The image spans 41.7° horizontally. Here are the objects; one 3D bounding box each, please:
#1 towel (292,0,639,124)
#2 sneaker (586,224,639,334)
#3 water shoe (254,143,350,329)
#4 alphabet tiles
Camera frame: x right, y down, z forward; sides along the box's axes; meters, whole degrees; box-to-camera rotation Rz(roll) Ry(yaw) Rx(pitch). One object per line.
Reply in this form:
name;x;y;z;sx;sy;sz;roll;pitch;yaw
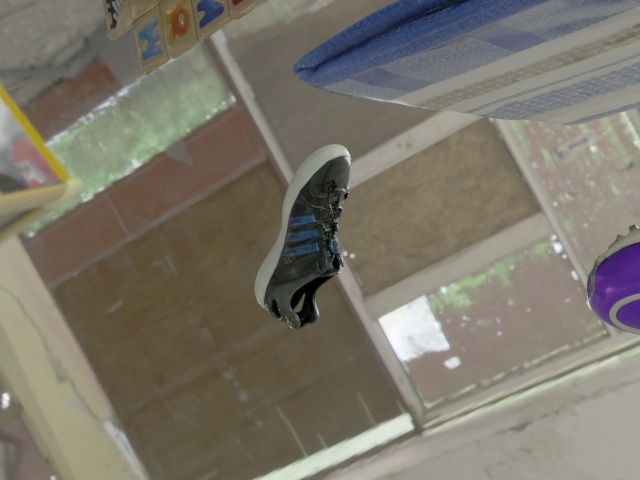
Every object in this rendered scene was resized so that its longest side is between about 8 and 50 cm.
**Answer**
towel;0.152;-0.103;0.408;0.209;0.034;0.285;-15;173;40
sneaker;0.300;0.064;0.475;0.294;0.102;0.146;4;-124;21
water shoe;0.000;0.000;0.865;0.073;0.080;0.203;-12;133;-47
alphabet tiles;-0.138;-0.327;0.795;0.011;0.285;0.343;-7;177;-40
